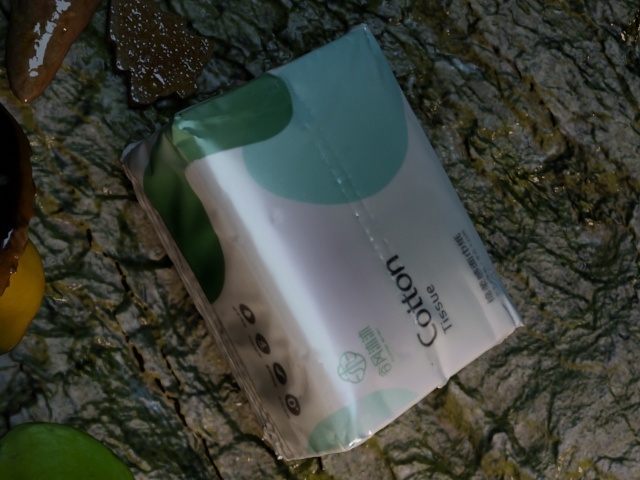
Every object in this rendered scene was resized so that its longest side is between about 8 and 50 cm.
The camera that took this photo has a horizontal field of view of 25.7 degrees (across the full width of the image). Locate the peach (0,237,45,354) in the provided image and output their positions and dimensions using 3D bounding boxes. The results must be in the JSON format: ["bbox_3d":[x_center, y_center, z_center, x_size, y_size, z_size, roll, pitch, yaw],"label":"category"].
[{"bbox_3d":[-0.321,0.056,1.218,0.103,0.179,0.179,39,55,25],"label":"peach"}]

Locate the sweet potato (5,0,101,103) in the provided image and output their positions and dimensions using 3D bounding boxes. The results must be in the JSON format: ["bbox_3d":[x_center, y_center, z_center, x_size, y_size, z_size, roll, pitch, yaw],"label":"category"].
[{"bbox_3d":[-0.234,-0.291,1.393,0.114,0.092,0.341,47,59,-30],"label":"sweet potato"}]

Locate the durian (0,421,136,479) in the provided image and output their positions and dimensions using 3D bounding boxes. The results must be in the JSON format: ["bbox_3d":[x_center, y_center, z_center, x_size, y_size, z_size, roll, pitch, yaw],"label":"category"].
[{"bbox_3d":[-0.246,0.314,1.167,0.256,0.204,0.340,42,59,0],"label":"durian"}]

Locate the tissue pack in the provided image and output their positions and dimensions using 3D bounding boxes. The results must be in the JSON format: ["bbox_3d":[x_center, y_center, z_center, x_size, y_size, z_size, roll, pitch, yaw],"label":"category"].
[{"bbox_3d":[0.001,0.000,1.389,0.266,0.194,0.357,-31,93,-33],"label":"tissue pack"}]

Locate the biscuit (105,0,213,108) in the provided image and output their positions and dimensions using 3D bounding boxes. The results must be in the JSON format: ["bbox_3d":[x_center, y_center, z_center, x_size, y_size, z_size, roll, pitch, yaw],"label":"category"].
[{"bbox_3d":[-0.174,-0.200,1.445,0.119,0.019,0.130,-40,98,-31],"label":"biscuit"}]

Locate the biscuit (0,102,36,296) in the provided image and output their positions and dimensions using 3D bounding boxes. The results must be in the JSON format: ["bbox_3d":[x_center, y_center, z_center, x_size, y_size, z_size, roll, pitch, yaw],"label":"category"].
[{"bbox_3d":[-0.372,0.000,1.143,0.040,0.317,0.318,55,49,-53],"label":"biscuit"}]
